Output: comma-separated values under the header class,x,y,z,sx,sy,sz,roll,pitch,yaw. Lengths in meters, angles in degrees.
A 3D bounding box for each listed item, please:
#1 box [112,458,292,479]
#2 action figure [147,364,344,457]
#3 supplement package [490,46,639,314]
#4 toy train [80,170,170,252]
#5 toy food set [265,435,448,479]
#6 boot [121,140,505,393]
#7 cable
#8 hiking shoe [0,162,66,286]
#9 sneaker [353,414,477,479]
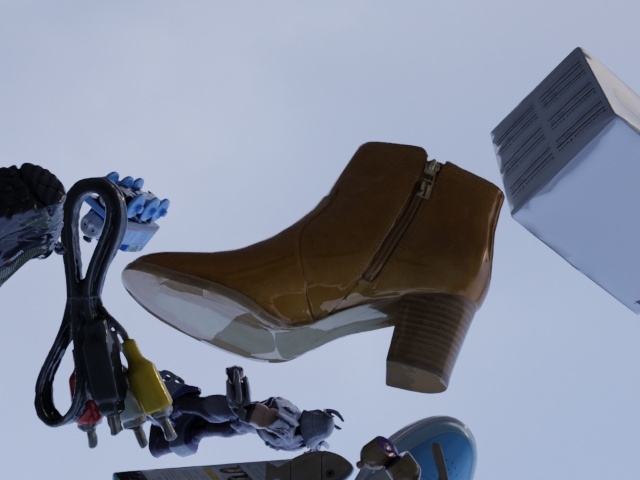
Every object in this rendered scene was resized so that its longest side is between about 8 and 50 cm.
class,x,y,z,sx,sy,sz,roll,pitch,yaw
box,-0.098,0.290,1.055,0.244,0.060,0.100,2,-172,-27
action figure,-0.103,0.219,1.217,0.285,0.185,0.099,-1,-127,24
supplement package,0.314,-0.070,1.053,0.149,0.194,0.203,-47,-161,25
toy train,-0.291,-0.038,1.424,0.105,0.080,0.184,-53,170,6
toy food set,0.024,0.167,0.634,0.122,0.019,0.078,-13,-126,5
boot,0.001,0.000,0.829,0.295,0.104,0.211,15,-121,5
cable,-0.238,0.082,1.006,0.139,0.287,0.072,-10,178,14
hiking shoe,-0.319,0.020,0.810,0.227,0.114,0.086,-19,-130,-25
sneaker,0.082,0.306,0.913,0.319,0.127,0.208,-51,-169,-18
